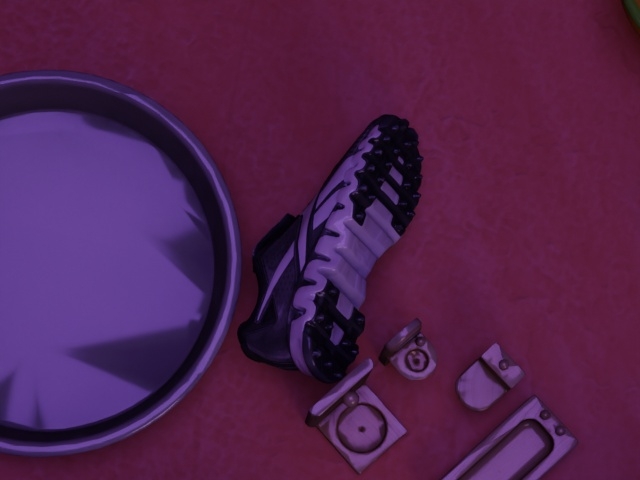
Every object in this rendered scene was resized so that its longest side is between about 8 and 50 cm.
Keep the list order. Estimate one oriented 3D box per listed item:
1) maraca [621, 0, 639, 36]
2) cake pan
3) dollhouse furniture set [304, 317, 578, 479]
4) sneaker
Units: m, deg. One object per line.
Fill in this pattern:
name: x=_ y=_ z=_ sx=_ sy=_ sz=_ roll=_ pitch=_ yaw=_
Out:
maraca: x=0.291 y=-0.213 z=1.533 sx=0.127 sy=0.099 sz=0.185 roll=19 pitch=55 yaw=-8
cake pan: x=-0.206 y=0.019 z=1.499 sx=0.293 sy=0.054 sz=0.293 roll=0 pitch=80 yaw=-1
dollhouse furniture set: x=0.093 y=0.136 z=1.450 sx=0.144 sy=0.123 sz=0.151 roll=-41 pitch=84 yaw=-7
sneaker: x=0.000 y=0.000 z=1.492 sx=0.106 sy=0.078 sz=0.234 roll=-1 pitch=54 yaw=37
